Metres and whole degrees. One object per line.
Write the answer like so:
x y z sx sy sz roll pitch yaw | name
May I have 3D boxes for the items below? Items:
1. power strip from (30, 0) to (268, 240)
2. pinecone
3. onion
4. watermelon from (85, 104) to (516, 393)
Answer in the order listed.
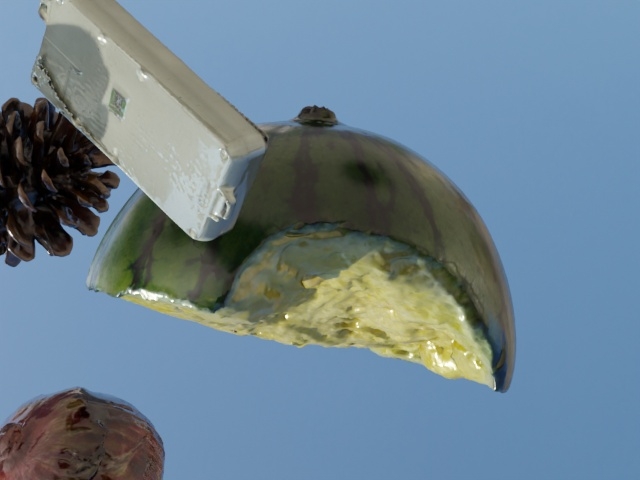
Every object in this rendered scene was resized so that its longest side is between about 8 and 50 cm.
-0.111 -0.081 0.808 0.192 0.081 0.035 43 -139 21 | power strip
-0.324 -0.073 1.500 0.207 0.208 0.208 3 -144 -2 | pinecone
-0.302 0.279 1.511 0.246 0.190 0.246 -30 -150 19 | onion
0.000 0.000 1.008 0.331 0.189 0.331 19 176 1 | watermelon
